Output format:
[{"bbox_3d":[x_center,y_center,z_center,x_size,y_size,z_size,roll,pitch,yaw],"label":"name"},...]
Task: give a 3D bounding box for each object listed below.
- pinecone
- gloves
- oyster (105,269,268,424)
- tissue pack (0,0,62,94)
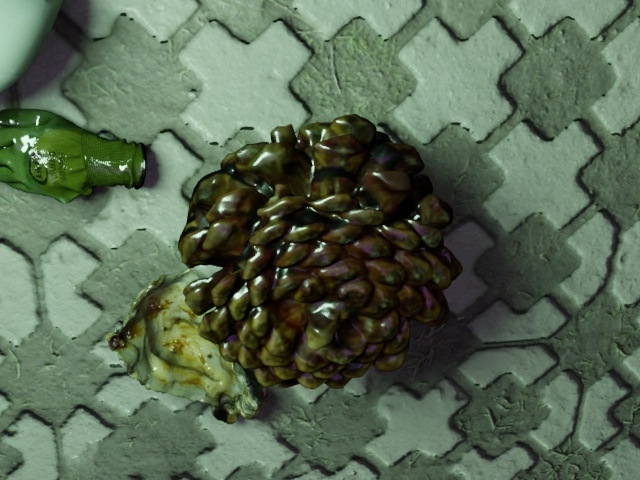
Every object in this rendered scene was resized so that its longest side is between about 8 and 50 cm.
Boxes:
[{"bbox_3d":[0.000,0.000,1.139,0.398,0.397,0.397,-4,116,-8],"label":"pinecone"},{"bbox_3d":[-0.386,-0.121,1.157,0.268,0.107,0.135,2,85,-9],"label":"gloves"},{"bbox_3d":[-0.191,0.188,1.321,0.198,0.133,0.337,-36,119,6],"label":"oyster"},{"bbox_3d":[-0.499,-0.311,0.967,0.333,0.229,0.236,33,109,-22],"label":"tissue pack"}]
